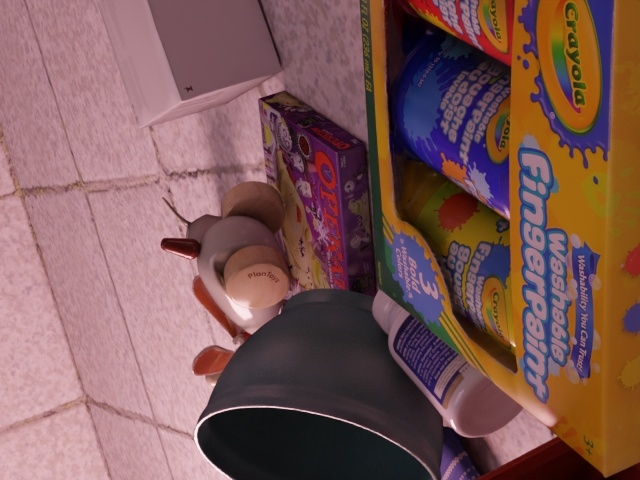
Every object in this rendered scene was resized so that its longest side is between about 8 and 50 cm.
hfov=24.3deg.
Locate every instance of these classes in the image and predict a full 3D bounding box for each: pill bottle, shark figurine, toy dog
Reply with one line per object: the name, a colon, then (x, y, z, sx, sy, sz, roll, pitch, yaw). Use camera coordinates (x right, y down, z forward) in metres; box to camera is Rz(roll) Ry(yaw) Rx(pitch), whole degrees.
pill bottle: (0.140, 0.115, 1.625, 0.187, 0.112, 0.112, 49, 148, 40)
shark figurine: (-0.138, 0.000, 2.142, 0.166, 0.116, 0.278, 56, -177, -21)
toy dog: (-0.130, 0.088, 1.943, 0.220, 0.161, 0.334, -107, 19, -69)

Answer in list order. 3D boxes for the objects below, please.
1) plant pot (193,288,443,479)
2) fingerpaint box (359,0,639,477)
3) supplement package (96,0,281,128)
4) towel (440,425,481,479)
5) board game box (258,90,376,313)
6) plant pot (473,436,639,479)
plant pot: (0.016, 0.181, 1.768, 0.293, 0.293, 0.196, 118, 169, -59)
fingerpaint box: (0.192, -0.085, 1.292, 0.371, 0.163, 0.445, 40, 142, 50)
supplement package: (-0.179, -0.273, 1.970, 0.203, 0.149, 0.194, -14, 95, 66)
towel: (0.210, 0.410, 1.804, 0.336, 0.040, 0.243, 56, 151, 26)
board game box: (0.000, 0.000, 1.926, 0.208, 0.056, 0.347, 33, 137, 49)
plant pot: (0.238, 0.367, 1.456, 0.267, 0.267, 0.236, 60, 167, 24)
